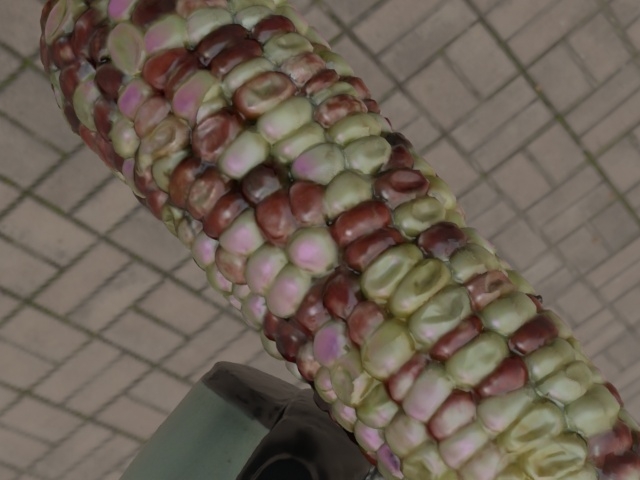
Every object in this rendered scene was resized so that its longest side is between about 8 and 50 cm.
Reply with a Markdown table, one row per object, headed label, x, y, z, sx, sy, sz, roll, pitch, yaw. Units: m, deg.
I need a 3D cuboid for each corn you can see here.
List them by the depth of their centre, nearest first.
| label | x | y | z | sx | sy | sz | roll | pitch | yaw |
| --- | --- | --- | --- | --- | --- | --- | --- | --- | --- |
| corn | 0.000 | 0.000 | 0.402 | 0.092 | 0.280 | 0.092 | -33 | 157 | -16 |

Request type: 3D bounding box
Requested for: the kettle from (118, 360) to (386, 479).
| label | x | y | z | sx | sy | sz | roll | pitch | yaw |
| --- | --- | --- | --- | --- | --- | --- | --- | --- | --- |
| kettle | -0.043 | 0.171 | 0.474 | 0.236 | 0.161 | 0.221 | -59 | 168 | -4 |
